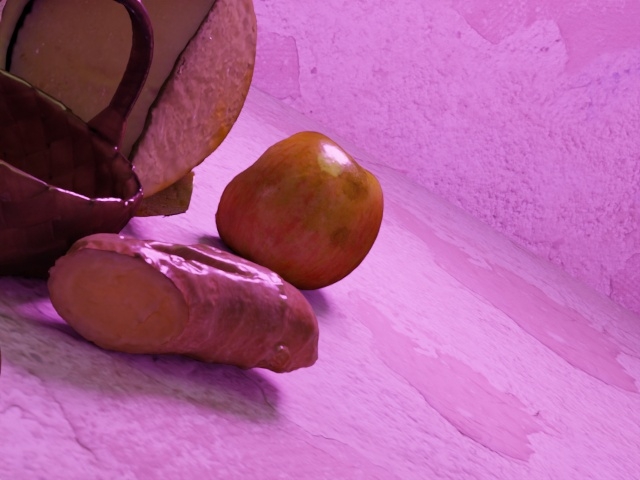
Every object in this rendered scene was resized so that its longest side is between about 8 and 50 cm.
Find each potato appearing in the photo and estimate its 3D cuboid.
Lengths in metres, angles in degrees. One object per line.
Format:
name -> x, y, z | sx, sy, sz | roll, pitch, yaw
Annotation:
potato -> -0.271, -0.223, 1.351 | 0.280, 0.330, 0.213 | 25, -5, 16

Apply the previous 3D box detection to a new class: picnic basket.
picnic basket -> -0.312, -0.152, 1.072 | 0.337, 0.337, 0.293 | 39, 15, 28

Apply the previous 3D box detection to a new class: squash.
squash -> -0.279, -0.075, 1.397 | 0.200, 0.075, 0.090 | 11, 51, -9

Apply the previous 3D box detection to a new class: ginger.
ginger -> -0.140, 0.066, 1.087 | 0.354, 0.126, 0.190 | 18, 24, -51

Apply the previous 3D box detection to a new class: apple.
apple -> -0.026, -0.053, 1.558 | 0.246, 0.226, 0.246 | 32, 11, -7

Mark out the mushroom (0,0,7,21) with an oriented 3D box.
mushroom -> -0.480, -0.298, 1.501 | 0.164, 0.190, 0.267 | 20, 14, 5
